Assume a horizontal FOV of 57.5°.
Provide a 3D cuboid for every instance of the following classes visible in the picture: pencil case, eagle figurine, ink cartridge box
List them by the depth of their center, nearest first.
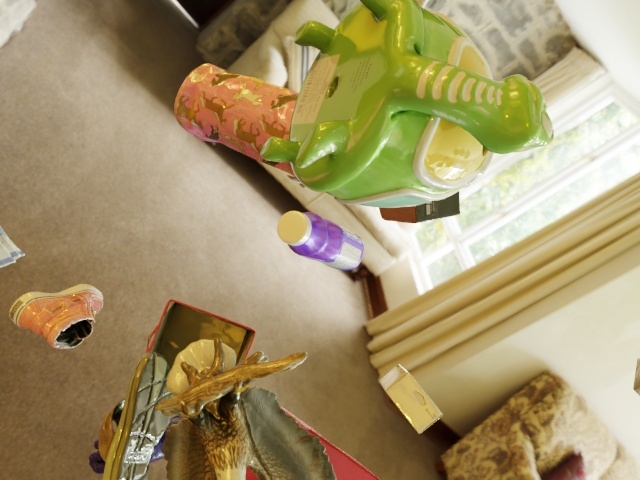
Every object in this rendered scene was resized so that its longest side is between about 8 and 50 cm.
[{"bbox_3d":[-0.115,0.299,0.793,0.225,0.227,0.298,-53,138,-49],"label":"eagle figurine"},{"bbox_3d":[-0.130,-0.251,1.259,0.386,0.167,0.160,26,-24,22],"label":"pencil case"},{"bbox_3d":[0.259,0.458,1.710,0.154,0.093,0.212,51,-5,5],"label":"ink cartridge box"}]

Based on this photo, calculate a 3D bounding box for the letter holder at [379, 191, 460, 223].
[{"bbox_3d":[0.194,-0.204,1.375,0.152,0.214,0.301,-11,102,-37],"label":"letter holder"}]

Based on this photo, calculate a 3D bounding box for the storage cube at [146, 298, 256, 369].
[{"bbox_3d":[-0.261,0.245,1.242,0.215,0.183,0.193,22,-12,-8],"label":"storage cube"}]

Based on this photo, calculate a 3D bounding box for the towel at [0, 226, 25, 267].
[{"bbox_3d":[-0.799,-0.020,1.235,0.285,0.209,0.034,77,-14,-46],"label":"towel"}]

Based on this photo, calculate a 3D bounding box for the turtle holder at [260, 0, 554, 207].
[{"bbox_3d":[0.099,-0.159,0.663,0.228,0.320,0.243,20,62,-25],"label":"turtle holder"}]

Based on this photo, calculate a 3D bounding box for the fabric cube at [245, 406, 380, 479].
[{"bbox_3d":[-0.053,0.633,1.531,0.254,0.259,0.258,41,-15,-15],"label":"fabric cube"}]

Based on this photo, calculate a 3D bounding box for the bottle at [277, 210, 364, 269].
[{"bbox_3d":[0.000,0.000,1.249,0.118,0.092,0.283,15,-4,25],"label":"bottle"}]

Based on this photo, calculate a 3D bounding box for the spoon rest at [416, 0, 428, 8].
[{"bbox_3d":[0.196,-0.391,0.837,0.084,0.276,0.137,7,34,-25],"label":"spoon rest"}]

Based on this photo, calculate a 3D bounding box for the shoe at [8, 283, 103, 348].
[{"bbox_3d":[-0.352,0.111,0.838,0.081,0.063,0.178,32,5,12],"label":"shoe"}]

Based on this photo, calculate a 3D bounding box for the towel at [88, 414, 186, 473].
[{"bbox_3d":[-0.323,0.422,1.288,0.308,0.228,0.076,-2,71,-54],"label":"towel"}]

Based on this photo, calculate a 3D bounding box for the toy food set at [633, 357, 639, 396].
[{"bbox_3d":[0.410,0.127,0.656,0.104,0.111,0.232,37,64,-34],"label":"toy food set"}]

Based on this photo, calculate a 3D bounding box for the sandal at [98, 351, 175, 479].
[{"bbox_3d":[-0.324,0.327,0.959,0.120,0.086,0.302,60,38,-57],"label":"sandal"}]
